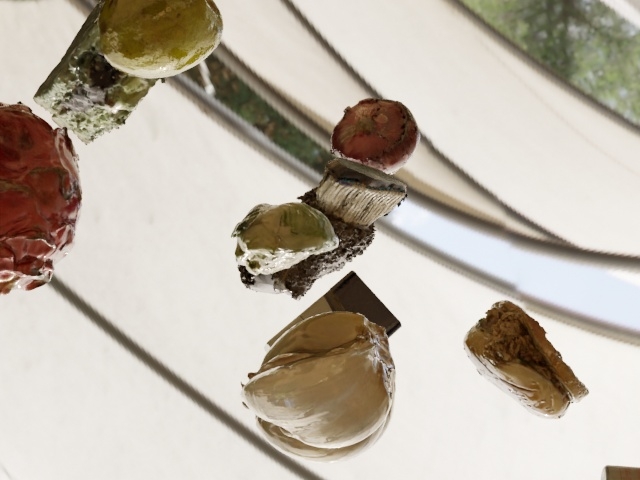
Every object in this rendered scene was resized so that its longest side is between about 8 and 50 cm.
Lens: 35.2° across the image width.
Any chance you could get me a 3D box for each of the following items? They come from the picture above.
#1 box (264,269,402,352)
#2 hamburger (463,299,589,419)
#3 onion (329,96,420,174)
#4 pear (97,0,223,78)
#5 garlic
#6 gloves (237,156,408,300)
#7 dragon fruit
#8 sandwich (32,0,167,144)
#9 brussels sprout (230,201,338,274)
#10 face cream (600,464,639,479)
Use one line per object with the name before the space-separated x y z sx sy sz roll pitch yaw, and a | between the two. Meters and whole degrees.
box | 0.028 0.205 2.159 0.259 0.168 0.071 -40 173 -18
hamburger | 0.382 0.231 1.895 0.146 0.286 0.243 -45 -115 -3
onion | 0.115 -0.192 2.010 0.184 0.147 0.184 -11 -136 11
pear | -0.213 -0.285 1.314 0.162 0.148 0.149 -20 -162 4
garlic | -0.001 0.201 1.277 0.203 0.184 0.281 -16 -169 7
gloves | -0.006 -0.005 1.693 0.312 0.135 0.210 -48 166 28
dragon fruit | -0.386 -0.044 1.157 0.241 0.241 0.252 -7 -118 44
sandwich | -0.303 -0.305 1.560 0.325 0.131 0.262 -9 -133 59
brussels sprout | -0.048 -0.007 1.354 0.139 0.100 0.181 -5 167 14
face cream | 0.585 0.421 1.630 0.252 0.101 0.101 2 -156 8
